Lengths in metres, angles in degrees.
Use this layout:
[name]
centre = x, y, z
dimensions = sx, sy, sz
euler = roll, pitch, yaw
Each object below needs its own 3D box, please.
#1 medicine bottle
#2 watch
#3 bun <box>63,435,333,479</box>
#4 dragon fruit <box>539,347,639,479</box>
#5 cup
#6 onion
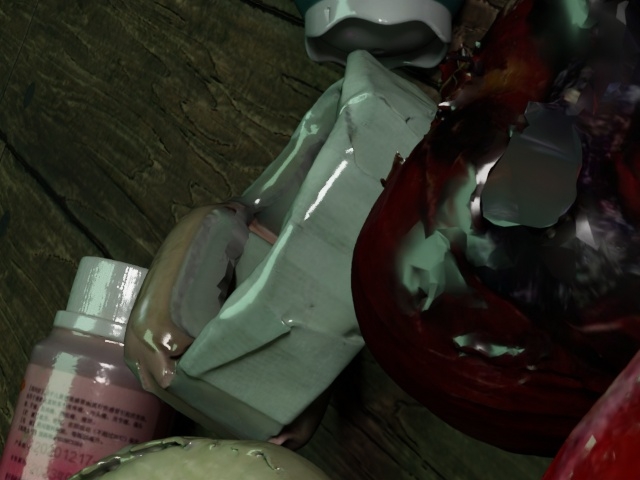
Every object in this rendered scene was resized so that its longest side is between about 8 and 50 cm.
[medicine bottle]
centre = -0.194, 0.144, 1.457
dimensions = 0.147, 0.147, 0.247
euler = -2, 71, 62
[watch]
centre = 0.000, 0.000, 1.164
dimensions = 0.241, 0.161, 0.253
euler = -45, 18, 34
[bun]
centre = -0.098, 0.302, 1.055
dimensions = 0.359, 0.211, 0.360
euler = -22, 33, 15
[dragon fruit]
centre = 0.207, 0.037, 0.626
dimensions = 0.343, 0.282, 0.100
euler = -42, 71, 33
[cup]
centre = 0.045, -0.220, 1.229
dimensions = 0.300, 0.167, 0.173
euler = 107, 164, -75
[onion]
centre = 0.145, -0.021, 0.853
dimensions = 0.280, 0.221, 0.281
euler = -13, 62, 26
